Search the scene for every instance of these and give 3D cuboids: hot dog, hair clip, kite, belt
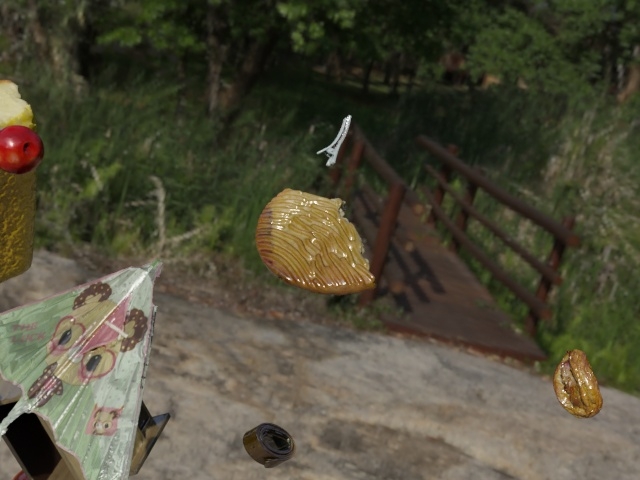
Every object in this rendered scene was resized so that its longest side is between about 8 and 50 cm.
[{"bbox_3d":[0.307,0.170,1.128,0.035,0.058,0.083,5,53,-24],"label":"hot dog"},{"bbox_3d":[0.030,-0.208,1.919,0.039,0.115,0.030,35,-25,-22],"label":"hair clip"},{"bbox_3d":[-0.237,0.117,0.872,0.323,0.268,0.013,33,-12,43],"label":"kite"},{"bbox_3d":[-0.071,0.295,1.359,0.083,0.036,0.059,28,37,-43],"label":"belt"}]

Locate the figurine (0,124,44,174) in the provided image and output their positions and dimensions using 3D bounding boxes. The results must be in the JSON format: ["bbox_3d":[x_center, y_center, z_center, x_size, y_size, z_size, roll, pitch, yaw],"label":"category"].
[{"bbox_3d":[-0.383,-0.067,0.834,0.287,0.186,0.176,-6,28,40],"label":"figurine"}]

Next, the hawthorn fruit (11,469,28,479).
[{"bbox_3d":[-0.462,0.527,1.720,0.272,0.242,0.242,3,9,13],"label":"hawthorn fruit"}]

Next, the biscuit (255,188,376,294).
[{"bbox_3d":[0.000,-0.001,1.326,0.229,0.031,0.176,24,52,31],"label":"biscuit"}]

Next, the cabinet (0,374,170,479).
[{"bbox_3d":[-0.376,0.262,1.417,0.215,0.174,0.148,-16,22,20],"label":"cabinet"}]

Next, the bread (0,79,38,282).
[{"bbox_3d":[-0.594,-0.056,1.444,0.143,0.333,0.324,38,40,28],"label":"bread"}]
